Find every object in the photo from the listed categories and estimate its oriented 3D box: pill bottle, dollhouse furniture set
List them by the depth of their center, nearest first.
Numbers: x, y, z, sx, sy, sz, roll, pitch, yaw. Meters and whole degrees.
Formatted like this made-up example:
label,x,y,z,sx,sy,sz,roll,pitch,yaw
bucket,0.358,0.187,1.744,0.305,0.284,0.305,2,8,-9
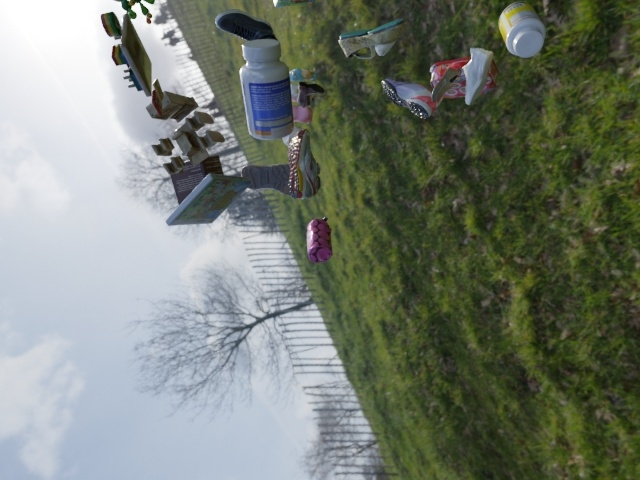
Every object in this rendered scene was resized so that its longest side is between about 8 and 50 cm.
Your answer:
label,x,y,z,sx,sy,sz,roll,pitch,yaw
pill bottle,-0.166,-0.466,1.320,0.152,0.152,0.272,-101,7,-53
pill bottle,0.662,-0.688,1.397,0.117,0.117,0.215,67,-157,-43
dollhouse furniture set,-0.468,-0.383,1.496,0.242,0.212,0.161,59,-160,0

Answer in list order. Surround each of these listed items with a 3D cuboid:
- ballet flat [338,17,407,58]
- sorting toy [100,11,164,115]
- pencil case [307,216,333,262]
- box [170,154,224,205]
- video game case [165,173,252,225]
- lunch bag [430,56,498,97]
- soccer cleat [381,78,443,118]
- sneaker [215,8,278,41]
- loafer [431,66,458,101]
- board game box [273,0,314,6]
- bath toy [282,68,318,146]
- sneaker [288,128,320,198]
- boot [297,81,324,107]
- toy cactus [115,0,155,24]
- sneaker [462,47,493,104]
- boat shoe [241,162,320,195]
label,x,y,z,sx,sy,sz,roll,pitch,yaw
ballet flat,0.206,-0.764,1.639,0.348,0.123,0.123,19,138,51
sorting toy,-0.440,-0.420,0.995,0.274,0.046,0.132,81,176,-59
pencil case,0.000,0.000,1.602,0.209,0.098,0.095,-91,26,-56
box,-0.523,-0.251,1.846,0.167,0.168,0.203,-48,-53,-70
video game case,-0.326,-0.117,1.263,0.023,0.212,0.193,54,-157,12
lunch bag,0.680,-0.784,2.033,0.258,0.293,0.120,10,-96,-57
soccer cleat,0.401,-0.653,1.892,0.318,0.116,0.108,46,178,38
sneaker,-0.255,-0.745,1.547,0.086,0.226,0.163,-50,54,47
loafer,0.492,-0.613,1.685,0.050,0.148,0.056,34,-169,22
board game box,-0.077,-0.935,1.578,0.211,0.160,0.039,-165,62,-73
bath toy,-0.090,-0.607,1.987,0.151,0.129,0.348,19,105,57
sneaker,-0.051,-0.246,1.379,0.088,0.092,0.225,7,97,60
boot,-0.039,-0.559,1.662,0.114,0.106,0.037,101,-169,-62
toy cactus,-0.690,-0.882,1.547,0.112,0.180,0.219,118,158,-72
sneaker,0.568,-0.615,1.591,0.094,0.080,0.212,35,146,25
boat shoe,-0.156,-0.270,1.779,0.130,0.355,0.132,-40,-42,-61
